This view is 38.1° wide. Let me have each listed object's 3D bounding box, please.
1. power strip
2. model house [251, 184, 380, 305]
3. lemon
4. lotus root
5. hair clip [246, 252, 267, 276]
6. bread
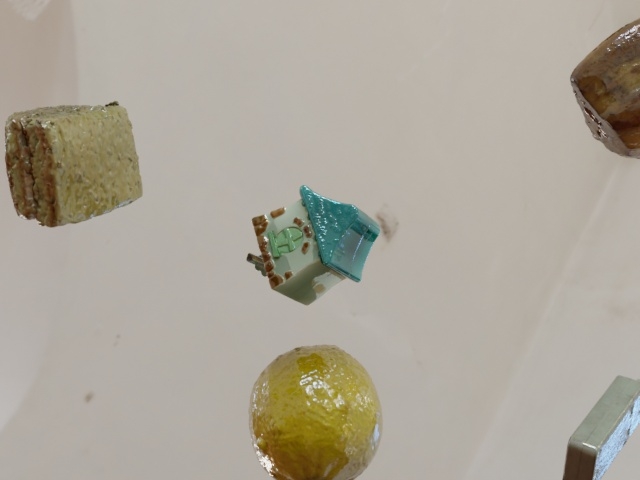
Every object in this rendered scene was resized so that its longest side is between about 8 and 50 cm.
[{"bbox_3d":[0.475,0.300,1.513,0.053,0.288,0.093,16,-62,32],"label":"power strip"},{"bbox_3d":[0.000,0.000,1.275,0.149,0.127,0.100,-28,-29,17],"label":"model house"},{"bbox_3d":[-0.007,0.253,1.316,0.192,0.231,0.192,-3,-42,-3],"label":"lemon"},{"bbox_3d":[0.365,-0.159,1.036,0.159,0.135,0.095,67,-8,-18],"label":"lotus root"},{"bbox_3d":[-0.074,0.069,1.858,0.173,0.049,0.049,25,-32,27],"label":"hair clip"},{"bbox_3d":[-0.307,-0.097,1.133,0.102,0.196,0.138,-4,-76,18],"label":"bread"}]
